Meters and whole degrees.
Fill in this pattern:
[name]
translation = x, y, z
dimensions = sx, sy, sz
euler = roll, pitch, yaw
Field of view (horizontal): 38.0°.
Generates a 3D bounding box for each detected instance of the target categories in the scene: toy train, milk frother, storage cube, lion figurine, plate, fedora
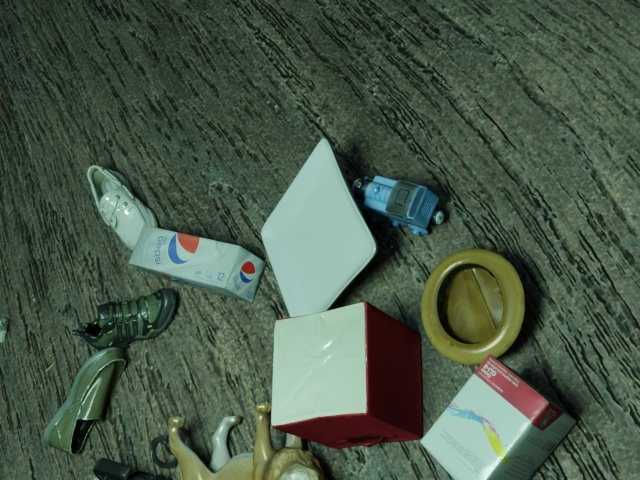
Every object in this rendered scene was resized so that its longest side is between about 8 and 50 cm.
[toy train]
translation = 0.135, -0.070, 1.676
dimensions = 0.184, 0.105, 0.080
euler = 20, 81, 39
[milk frother]
translation = -0.350, 0.446, 1.790
dimensions = 0.134, 0.129, 0.143
euler = 3, 28, 35
[storage cube]
translation = 0.045, 0.227, 1.544
dimensions = 0.183, 0.193, 0.215
euler = -13, 63, 29
[lion figurine]
translation = -0.134, 0.420, 1.637
dimensions = 0.392, 0.142, 0.240
euler = -19, 66, 43
[plate]
translation = 0.000, 0.000, 1.722
dimensions = 0.277, 0.045, 0.278
euler = -54, 45, 37
[fedora]
translation = 0.258, 0.111, 1.524
dimensions = 0.194, 0.079, 0.194
euler = -10, 70, 29

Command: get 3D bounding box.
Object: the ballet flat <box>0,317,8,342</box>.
[ballet flat]
translation = -0.771, 0.236, 2.207
dimensions = 0.114, 0.041, 0.041
euler = -47, 51, 8

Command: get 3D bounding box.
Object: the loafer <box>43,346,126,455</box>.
[loafer]
translation = -0.471, 0.337, 1.925
dimensions = 0.087, 0.094, 0.251
euler = 34, 94, 28

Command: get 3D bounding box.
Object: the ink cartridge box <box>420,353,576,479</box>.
[ink cartridge box]
translation = 0.267, 0.290, 1.403
dimensions = 0.176, 0.128, 0.127
euler = -52, 50, 3

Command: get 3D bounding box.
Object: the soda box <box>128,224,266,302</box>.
[soda box]
translation = -0.254, 0.045, 1.896
dimensions = 0.286, 0.098, 0.091
euler = 11, 76, 38

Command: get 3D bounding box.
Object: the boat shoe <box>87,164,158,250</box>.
[boat shoe]
translation = -0.458, -0.073, 2.090
dimensions = 0.098, 0.096, 0.277
euler = -48, 51, 6

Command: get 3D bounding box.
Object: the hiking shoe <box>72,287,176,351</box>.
[hiking shoe]
translation = -0.404, 0.164, 1.932
dimensions = 0.227, 0.114, 0.086
euler = -33, 54, 18
